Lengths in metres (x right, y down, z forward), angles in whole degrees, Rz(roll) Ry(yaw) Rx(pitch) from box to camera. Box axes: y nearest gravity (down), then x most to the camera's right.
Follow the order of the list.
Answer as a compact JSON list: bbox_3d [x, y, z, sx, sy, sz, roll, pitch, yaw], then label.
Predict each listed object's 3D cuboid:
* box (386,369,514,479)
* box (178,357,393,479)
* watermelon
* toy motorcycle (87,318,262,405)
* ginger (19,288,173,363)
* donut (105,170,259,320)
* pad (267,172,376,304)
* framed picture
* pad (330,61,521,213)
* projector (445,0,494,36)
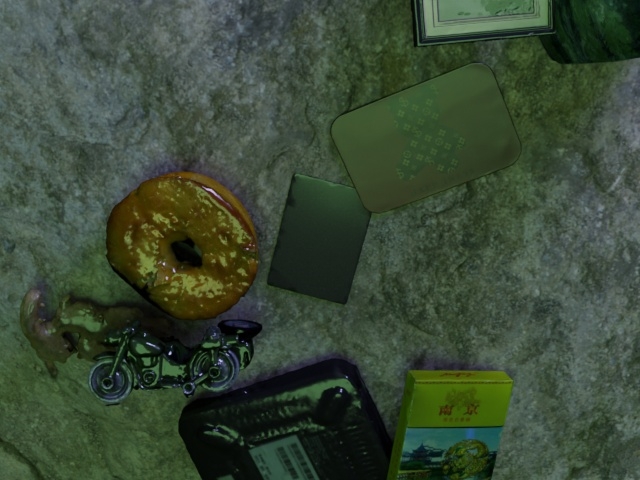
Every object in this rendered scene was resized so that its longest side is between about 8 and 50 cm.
[{"bbox_3d":[0.211,0.382,1.698,0.187,0.047,0.335,3,108,-18],"label":"box"},{"bbox_3d":[-0.041,0.399,1.759,0.350,0.091,0.359,-19,112,12],"label":"box"},{"bbox_3d":[0.414,-0.352,1.319,0.201,0.261,0.213,-22,111,-16],"label":"watermelon"},{"bbox_3d":[-0.231,0.185,1.609,0.275,0.205,0.127,-4,94,1],"label":"toy motorcycle"},{"bbox_3d":[-0.387,0.158,1.699,0.258,0.065,0.149,6,127,-9],"label":"ginger"},{"bbox_3d":[-0.216,0.006,1.577,0.253,0.118,0.253,2,118,3],"label":"donut"},{"bbox_3d":[0.000,0.000,1.616,0.143,0.003,0.211,15,116,-2],"label":"pad"},{"bbox_3d":[0.214,-0.362,1.304,0.195,0.010,0.199,-4,115,5],"label":"framed picture"},{"bbox_3d":[0.163,-0.155,1.526,0.267,0.004,0.181,-21,112,13],"label":"pad"},{"bbox_3d":[0.209,-0.450,1.328,0.108,0.108,0.337,2,115,4],"label":"projector"}]
